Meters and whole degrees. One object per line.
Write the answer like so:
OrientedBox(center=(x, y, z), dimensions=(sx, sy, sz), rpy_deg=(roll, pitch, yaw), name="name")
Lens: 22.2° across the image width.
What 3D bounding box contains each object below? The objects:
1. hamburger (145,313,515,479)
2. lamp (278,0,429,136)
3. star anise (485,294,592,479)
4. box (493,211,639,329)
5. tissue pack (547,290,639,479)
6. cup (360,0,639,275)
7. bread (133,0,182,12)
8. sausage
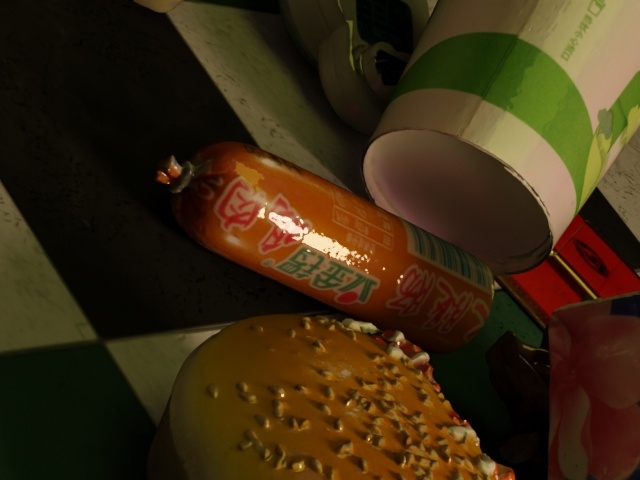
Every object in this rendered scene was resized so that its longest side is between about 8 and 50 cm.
OrientedBox(center=(0.019, 0.170, 0.976), dimensions=(0.227, 0.151, 0.295), rpy_deg=(8, 46, -45), name="hamburger")
OrientedBox(center=(0.030, -0.212, 1.608), dimensions=(0.179, 0.108, 0.246), rpy_deg=(16, 57, -44), name="lamp")
OrientedBox(center=(0.217, 0.160, 1.356), dimensions=(0.214, 0.099, 0.220), rpy_deg=(1, 71, -52), name="star anise")
OrientedBox(center=(0.261, 0.049, 1.627), dimensions=(0.240, 0.074, 0.153), rpy_deg=(47, 29, 4), name="box")
OrientedBox(center=(0.268, 0.194, 1.233), dimensions=(0.209, 0.137, 0.269), rpy_deg=(19, 64, -37), name="tissue pack")
OrientedBox(center=(0.176, -0.128, 1.486), dimensions=(0.253, 0.253, 0.274), rpy_deg=(41, 58, -12), name="cup")
OrientedBox(center=(-0.141, -0.294, 1.423), dimensions=(0.148, 0.141, 0.134), rpy_deg=(29, 31, -34), name="bread")
OrientedBox(center=(0.000, 0.000, 1.268), dimensions=(0.312, 0.093, 0.093), rpy_deg=(26, 32, -37), name="sausage")
